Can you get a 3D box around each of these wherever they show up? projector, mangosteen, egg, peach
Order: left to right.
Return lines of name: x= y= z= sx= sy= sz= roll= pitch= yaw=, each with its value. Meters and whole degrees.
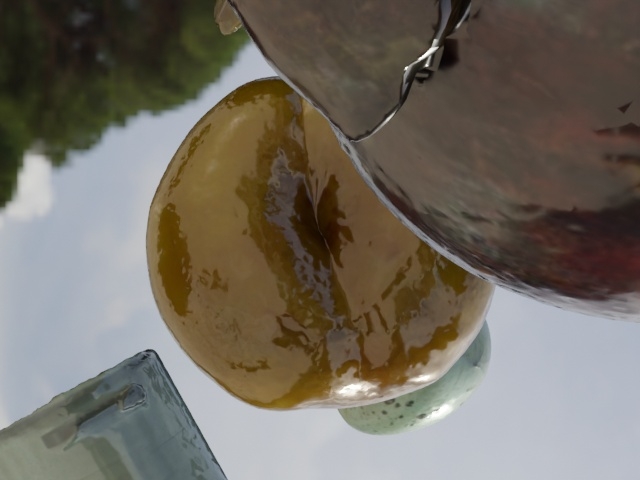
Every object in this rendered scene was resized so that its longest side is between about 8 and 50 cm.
projector: x=-0.040 y=0.217 z=0.872 sx=0.337 sy=0.108 sz=0.108 roll=61 pitch=-25 yaw=-2
peach: x=0.000 y=0.000 z=1.347 sx=0.153 sy=0.251 sz=0.251 roll=99 pitch=-13 yaw=-82
egg: x=0.078 y=0.109 z=1.725 sx=0.164 sy=0.131 sz=0.131 roll=-51 pitch=-144 yaw=12
mangosteen: x=0.045 y=-0.102 z=0.470 sx=0.231 sy=0.289 sz=0.231 roll=-170 pitch=-90 yaw=-86
